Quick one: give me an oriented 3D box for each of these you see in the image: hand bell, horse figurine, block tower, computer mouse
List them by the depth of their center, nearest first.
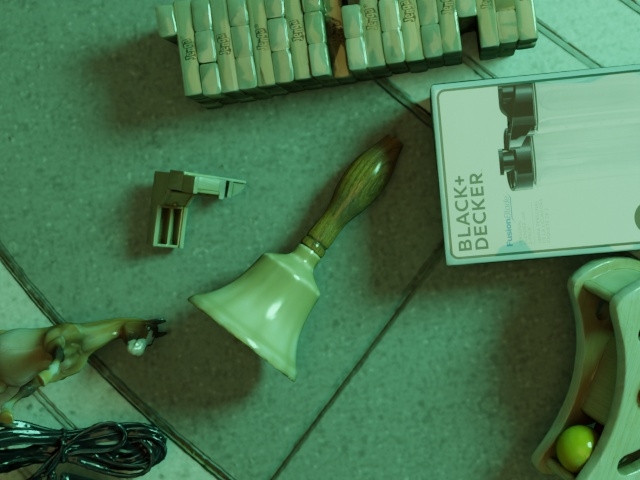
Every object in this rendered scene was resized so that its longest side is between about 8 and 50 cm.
[{"bbox_3d":[0.026,-0.194,1.049,0.336,0.091,0.097,-7,90,8],"label":"block tower"},{"bbox_3d":[0.000,0.000,1.064,0.126,0.126,0.242,38,83,5],"label":"hand bell"},{"bbox_3d":[-0.296,0.126,1.076,0.263,0.174,0.066,-17,105,20],"label":"horse figurine"},{"bbox_3d":[-0.248,0.305,1.100,0.189,0.072,0.272,2,90,-16],"label":"computer mouse"}]

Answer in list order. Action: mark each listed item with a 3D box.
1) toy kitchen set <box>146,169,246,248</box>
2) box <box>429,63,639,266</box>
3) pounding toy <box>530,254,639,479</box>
[{"bbox_3d":[-0.114,-0.026,1.085,0.068,0.083,0.075,6,93,-35],"label":"toy kitchen set"},{"bbox_3d":[0.249,-0.069,1.026,0.290,0.087,0.169,-4,91,7],"label":"box"},{"bbox_3d":[0.292,0.111,0.967,0.154,0.155,0.269,24,95,-26],"label":"pounding toy"}]
